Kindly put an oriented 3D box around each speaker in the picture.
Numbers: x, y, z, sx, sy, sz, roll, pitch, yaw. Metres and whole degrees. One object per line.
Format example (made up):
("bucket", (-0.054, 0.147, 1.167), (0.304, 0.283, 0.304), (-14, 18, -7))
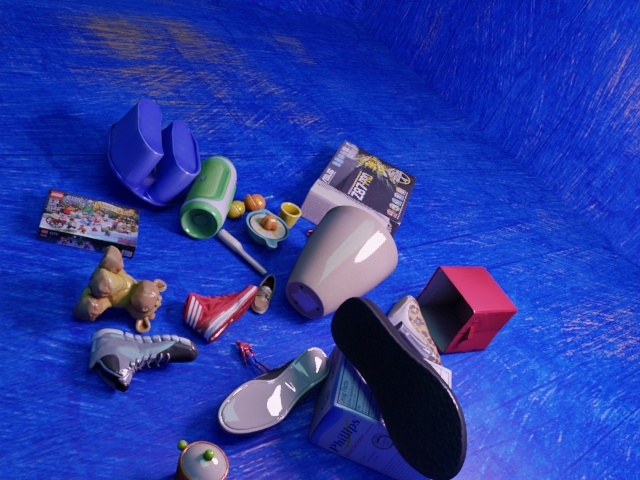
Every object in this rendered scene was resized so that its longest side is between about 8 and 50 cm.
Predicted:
("speaker", (-0.322, -0.131, 1.904), (0.131, 0.131, 0.296), (21, 34, -11))

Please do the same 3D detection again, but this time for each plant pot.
("plant pot", (0.035, 0.084, 1.800), (0.256, 0.256, 0.274), (36, 51, 11))

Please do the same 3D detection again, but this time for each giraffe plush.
("giraffe plush", (-0.440, 0.123, 1.484), (0.170, 0.181, 0.210), (29, -3, -17))

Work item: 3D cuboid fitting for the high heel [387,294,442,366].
("high heel", (0.280, 0.267, 1.873), (0.186, 0.093, 0.261), (49, 19, -9))

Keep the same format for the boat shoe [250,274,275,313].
("boat shoe", (-0.150, 0.139, 1.738), (0.050, 0.045, 0.135), (23, 34, -8))

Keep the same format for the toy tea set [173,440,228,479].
("toy tea set", (-0.141, 0.492, 1.202), (0.336, 0.124, 0.200), (20, 34, -11))

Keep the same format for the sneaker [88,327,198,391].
("sneaker", (-0.377, 0.266, 1.387), (0.228, 0.086, 0.132), (8, 42, -11))

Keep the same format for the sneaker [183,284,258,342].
("sneaker", (-0.253, 0.147, 1.620), (0.128, 0.087, 0.221), (35, 33, 8))

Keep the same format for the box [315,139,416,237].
("box", (0.162, -0.186, 2.350), (0.318, 0.097, 0.395), (26, 34, 3))

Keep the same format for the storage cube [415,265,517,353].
("storage cube", (0.422, 0.204, 1.935), (0.193, 0.184, 0.215), (2, 41, -36))

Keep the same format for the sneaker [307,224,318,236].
("sneaker", (0.000, 0.000, 2.038), (0.057, 0.047, 0.119), (-11, 42, -35))

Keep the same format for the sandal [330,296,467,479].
("sandal", (0.183, 0.297, 1.404), (0.107, 0.167, 0.446), (17, 32, -47))

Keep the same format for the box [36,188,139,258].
("box", (-0.585, -0.043, 1.672), (0.233, 0.044, 0.159), (13, 37, -22))

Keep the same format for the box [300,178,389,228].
("box", (0.076, -0.079, 2.132), (0.275, 0.113, 0.094), (30, 32, 0))

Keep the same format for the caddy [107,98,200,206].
("caddy", (-0.490, -0.244, 1.897), (0.241, 0.179, 0.341), (35, 25, -36))

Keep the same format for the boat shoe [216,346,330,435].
("boat shoe", (-0.108, 0.349, 1.468), (0.335, 0.095, 0.112), (-25, 74, -45))

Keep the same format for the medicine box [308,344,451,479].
("medicine box", (0.148, 0.383, 1.531), (0.289, 0.149, 0.263), (25, 34, -5))

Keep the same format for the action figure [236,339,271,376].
("action figure", (-0.165, 0.279, 1.556), (0.038, 0.030, 0.115), (-10, 49, -49))

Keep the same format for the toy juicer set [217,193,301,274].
("toy juicer set", (-0.191, -0.053, 1.926), (0.209, 0.089, 0.329), (28, 34, -1))
